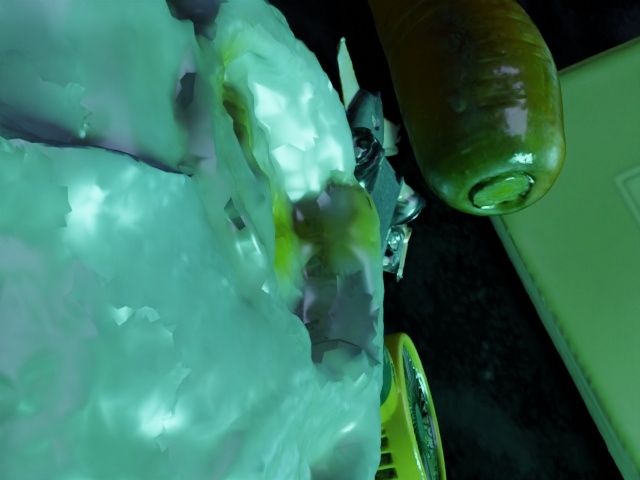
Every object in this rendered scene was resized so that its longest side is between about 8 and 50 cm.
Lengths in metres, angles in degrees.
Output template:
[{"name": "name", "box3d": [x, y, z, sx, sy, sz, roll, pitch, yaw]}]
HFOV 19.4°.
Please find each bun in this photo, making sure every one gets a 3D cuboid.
[{"name": "bun", "box3d": [-0.100, 0.009, 0.604, 0.362, 0.211, 0.362, 46, 33, -42]}]

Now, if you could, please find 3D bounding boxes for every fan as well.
[{"name": "fan", "box3d": [0.018, 0.065, 0.796, 0.155, 0.039, 0.082, 63, 18, -56]}]

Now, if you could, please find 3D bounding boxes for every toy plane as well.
[{"name": "toy plane", "box3d": [0.010, -0.002, 0.872, 0.135, 0.062, 0.188, 54, 30, -43]}]

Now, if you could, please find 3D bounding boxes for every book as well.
[{"name": "book", "box3d": [0.274, -0.032, 1.004, 0.352, 0.035, 0.239, -24, 75, -8]}]

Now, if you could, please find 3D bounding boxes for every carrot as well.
[{"name": "carrot", "box3d": [0.071, -0.104, 0.974, 0.087, 0.087, 0.193, 10, 51, -37]}]
